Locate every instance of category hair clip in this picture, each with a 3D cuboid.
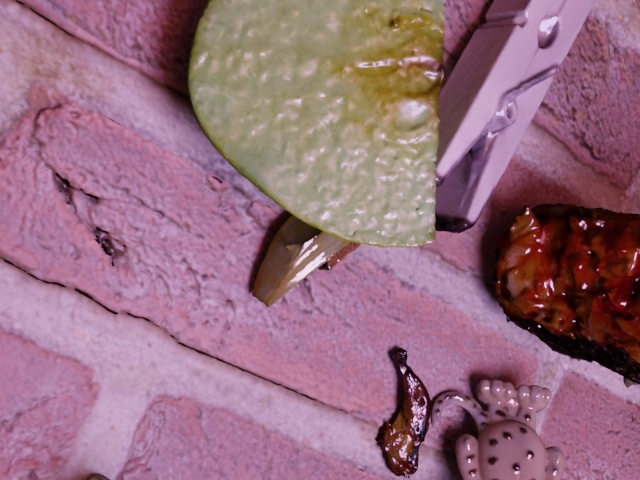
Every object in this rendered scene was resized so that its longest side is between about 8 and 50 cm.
[{"bbox_3d":[0.190,-0.169,1.028,0.101,0.085,0.331,41,69,-31],"label":"hair clip"}]

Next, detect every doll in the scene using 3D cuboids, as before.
[{"bbox_3d":[0.202,0.289,1.038,0.154,0.119,0.278,0,63,-2],"label":"doll"}]

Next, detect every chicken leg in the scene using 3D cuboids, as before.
[{"bbox_3d":[0.096,0.193,1.051,0.062,0.037,0.145,8,94,-19],"label":"chicken leg"}]

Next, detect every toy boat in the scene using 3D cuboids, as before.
[{"bbox_3d":[0.000,0.000,0.948,0.172,0.065,0.066,-39,134,-19],"label":"toy boat"}]

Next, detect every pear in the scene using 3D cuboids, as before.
[{"bbox_3d":[-0.011,-0.140,0.883,0.239,0.139,0.288,4,88,-17],"label":"pear"}]

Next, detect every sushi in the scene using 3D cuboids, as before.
[{"bbox_3d":[0.347,0.069,1.006,0.182,0.343,0.196,9,94,-45],"label":"sushi"}]

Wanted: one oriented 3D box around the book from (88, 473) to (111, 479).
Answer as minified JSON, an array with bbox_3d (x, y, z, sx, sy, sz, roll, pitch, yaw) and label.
[{"bbox_3d":[-0.051,0.368,0.846,0.043,0.260,0.371,-47,118,-23],"label":"book"}]
